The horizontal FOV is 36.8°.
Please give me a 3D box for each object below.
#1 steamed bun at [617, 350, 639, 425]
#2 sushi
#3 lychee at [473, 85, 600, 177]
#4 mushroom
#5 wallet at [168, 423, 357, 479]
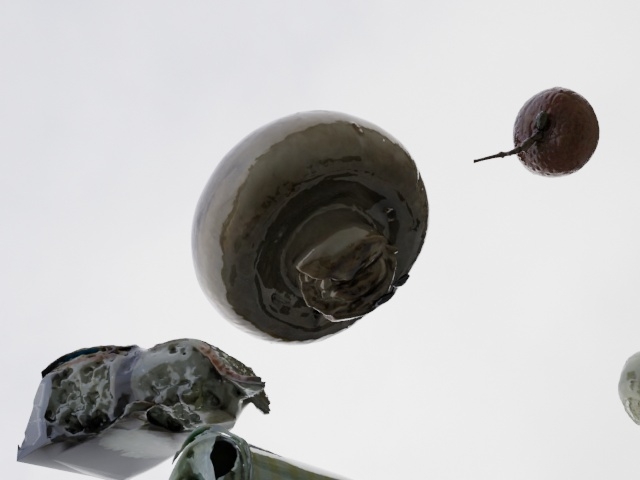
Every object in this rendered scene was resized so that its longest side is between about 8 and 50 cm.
[{"bbox_3d":[0.508,0.220,1.421,0.130,0.091,0.112,54,-126,-18],"label":"steamed bun"},{"bbox_3d":[-0.165,0.142,0.950,0.134,0.273,0.109,28,-137,-44],"label":"sushi"},{"bbox_3d":[0.269,-0.119,1.120,0.101,0.114,0.140,44,-143,-1],"label":"lychee"},{"bbox_3d":[0.000,0.000,1.366,0.362,0.294,0.362,-17,-50,-21],"label":"mushroom"},{"bbox_3d":[-0.013,0.268,0.682,0.309,0.077,0.223,36,-114,-49],"label":"wallet"}]
